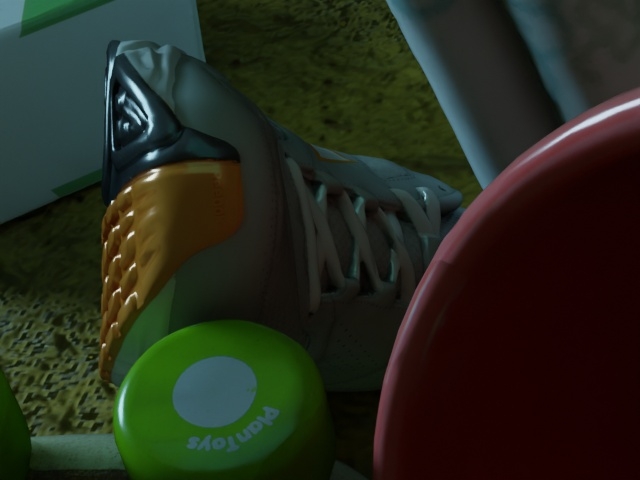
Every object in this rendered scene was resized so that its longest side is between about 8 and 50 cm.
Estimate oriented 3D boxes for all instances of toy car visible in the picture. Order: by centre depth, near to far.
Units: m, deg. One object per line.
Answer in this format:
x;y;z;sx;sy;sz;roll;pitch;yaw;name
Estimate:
-0.054;0.140;0.456;0.149;0.155;0.188;-3;48;9;toy car

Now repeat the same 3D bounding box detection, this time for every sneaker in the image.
0.000;0.000;0.580;0.121;0.099;0.262;1;-6;2;sneaker

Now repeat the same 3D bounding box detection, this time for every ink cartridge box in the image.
-0.168;-0.096;0.854;0.154;0.093;0.212;-26;39;-23;ink cartridge box

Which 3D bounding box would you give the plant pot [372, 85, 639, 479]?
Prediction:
0.186;0.061;0.419;0.243;0.275;0.275;-25;36;-37;plant pot

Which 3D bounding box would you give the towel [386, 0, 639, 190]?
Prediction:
0.126;-0.163;0.649;0.090;0.374;0.320;-10;28;42;towel
